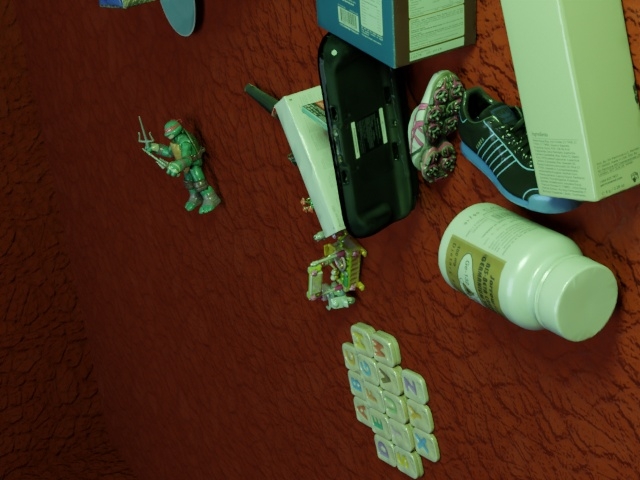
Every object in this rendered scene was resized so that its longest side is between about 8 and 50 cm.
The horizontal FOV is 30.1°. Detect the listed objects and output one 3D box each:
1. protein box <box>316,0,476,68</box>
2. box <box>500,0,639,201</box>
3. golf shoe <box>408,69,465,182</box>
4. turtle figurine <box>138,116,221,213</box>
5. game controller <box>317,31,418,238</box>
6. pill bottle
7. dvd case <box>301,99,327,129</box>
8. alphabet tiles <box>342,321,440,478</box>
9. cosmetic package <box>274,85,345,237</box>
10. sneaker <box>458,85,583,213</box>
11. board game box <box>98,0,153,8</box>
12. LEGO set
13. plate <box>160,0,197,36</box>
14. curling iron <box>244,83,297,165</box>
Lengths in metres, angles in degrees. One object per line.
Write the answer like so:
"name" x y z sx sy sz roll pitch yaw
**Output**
"protein box" 0.095 -0.368 1.584 0.200 0.136 0.201 40 142 48
"box" 0.292 -0.189 1.369 0.113 0.094 0.275 15 121 60
"golf shoe" 0.154 -0.172 1.695 0.086 0.067 0.186 53 151 36
"turtle figurine" -0.304 -0.174 2.577 0.234 0.118 0.175 62 174 -22
"game controller" 0.072 -0.166 1.755 0.067 0.166 0.319 12 120 46
"pill bottle" 0.269 0.043 1.546 0.229 0.131 0.131 31 135 53
"dvd case" 0.044 -0.202 1.836 0.087 0.119 0.013 40 142 46
"alphabet tiles" 0.121 0.293 2.171 0.278 0.021 0.284 20 126 60
"cosmetic package" 0.015 -0.134 1.973 0.060 0.099 0.239 -26 84 65
"sneaker" 0.249 -0.119 1.525 0.232 0.081 0.090 42 151 47
"board game box" -0.238 -0.528 1.958 0.141 0.291 0.232 23 129 60
"LEGO set" 0.000 0.000 2.093 0.132 0.107 0.287 25 131 57
"plate" -0.286 -0.506 2.396 0.188 0.024 0.188 45 145 44
"curling iron" -0.076 -0.219 2.144 0.035 0.068 0.274 42 -174 -46
